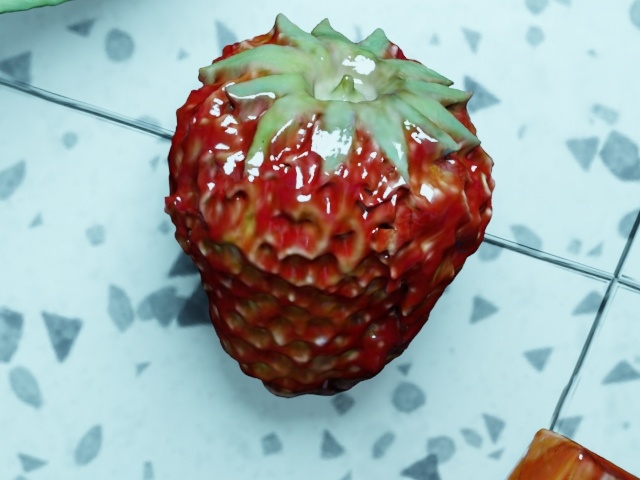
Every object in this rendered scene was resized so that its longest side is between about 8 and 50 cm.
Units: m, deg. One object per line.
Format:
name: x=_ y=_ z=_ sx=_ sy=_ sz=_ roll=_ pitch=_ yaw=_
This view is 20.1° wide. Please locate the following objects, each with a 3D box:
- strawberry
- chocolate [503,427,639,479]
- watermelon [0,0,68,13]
strawberry: x=0.000 y=0.000 z=1.124 sx=0.205 sy=0.205 sz=0.244 roll=3 pitch=125 yaw=-12
chocolate: x=0.190 y=0.275 z=1.271 sx=0.237 sy=0.108 sz=0.235 roll=31 pitch=98 yaw=-19
watermelon: x=-0.126 y=-0.267 z=1.004 sx=0.310 sy=0.193 sz=0.232 roll=-37 pitch=110 yaw=0
